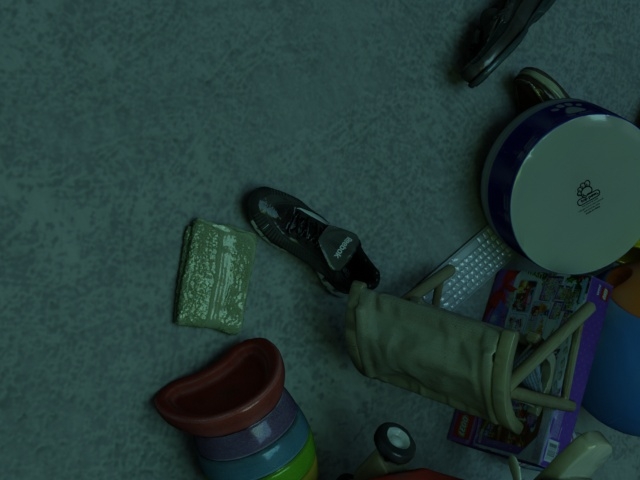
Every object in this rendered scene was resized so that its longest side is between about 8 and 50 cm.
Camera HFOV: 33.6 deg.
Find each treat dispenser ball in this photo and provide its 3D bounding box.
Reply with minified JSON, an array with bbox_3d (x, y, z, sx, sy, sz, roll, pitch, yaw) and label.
[{"bbox_3d":[0.533,0.176,1.723,0.288,0.288,0.288,-1,92,-33],"label":"treat dispenser ball"}]

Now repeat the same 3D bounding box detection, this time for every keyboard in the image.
[{"bbox_3d":[0.211,0.065,1.674,0.256,0.014,0.072,-38,111,-27],"label":"keyboard"}]

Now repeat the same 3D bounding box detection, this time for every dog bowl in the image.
[{"bbox_3d":[0.393,-0.084,1.665,0.265,0.104,0.265,-6,111,-16],"label":"dog bowl"}]

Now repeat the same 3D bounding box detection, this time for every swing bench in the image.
[{"bbox_3d":[0.202,0.149,1.471,0.254,0.253,0.165,-9,111,-50],"label":"swing bench"}]

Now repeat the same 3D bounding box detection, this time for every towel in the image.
[{"bbox_3d":[-0.142,0.050,1.437,0.110,0.027,0.148,13,84,-32],"label":"towel"}]

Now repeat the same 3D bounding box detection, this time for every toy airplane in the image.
[{"bbox_3d":[0.217,0.420,1.403,0.384,0.272,0.386,-17,130,6],"label":"toy airplane"}]

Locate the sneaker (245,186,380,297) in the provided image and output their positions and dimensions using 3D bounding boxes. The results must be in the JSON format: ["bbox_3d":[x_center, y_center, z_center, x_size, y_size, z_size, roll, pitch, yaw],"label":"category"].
[{"bbox_3d":[0.000,0.000,1.480,0.234,0.106,0.078,41,69,-27],"label":"sneaker"}]

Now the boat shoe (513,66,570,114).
[{"bbox_3d":[0.378,-0.158,1.731,0.095,0.095,0.257,-44,113,-18],"label":"boat shoe"}]

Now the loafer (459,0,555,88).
[{"bbox_3d":[0.286,-0.345,1.680,0.084,0.096,0.267,44,60,-5],"label":"loafer"}]

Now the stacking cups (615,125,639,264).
[{"bbox_3d":[0.580,-0.108,1.842,0.096,0.096,0.316,33,67,-29],"label":"stacking cups"}]

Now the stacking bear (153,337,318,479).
[{"bbox_3d":[-0.074,0.306,1.416,0.175,0.164,0.289,-29,114,-18],"label":"stacking bear"}]

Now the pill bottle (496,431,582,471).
[{"bbox_3d":[0.364,0.335,1.736,0.160,0.087,0.087,18,81,-32],"label":"pill bottle"}]

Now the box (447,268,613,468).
[{"bbox_3d":[0.322,0.192,1.637,0.057,0.201,0.293,25,78,-33],"label":"box"}]
